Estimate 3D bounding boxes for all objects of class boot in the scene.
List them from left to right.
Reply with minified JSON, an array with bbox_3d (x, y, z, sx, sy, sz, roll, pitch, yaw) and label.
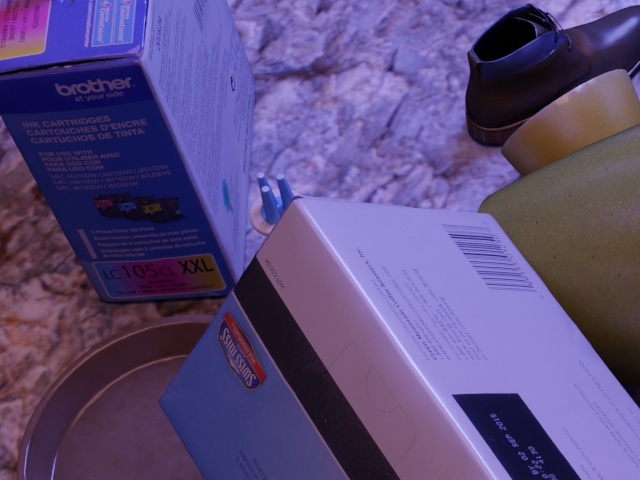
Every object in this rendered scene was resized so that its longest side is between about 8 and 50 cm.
[{"bbox_3d":[0.229,-0.180,1.823,0.219,0.106,0.082,-33,54,-12],"label":"boot"}]

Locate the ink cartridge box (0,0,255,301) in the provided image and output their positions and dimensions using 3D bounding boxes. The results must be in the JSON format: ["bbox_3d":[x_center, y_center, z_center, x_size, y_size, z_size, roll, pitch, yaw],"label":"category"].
[{"bbox_3d":[-0.176,-0.166,1.722,0.151,0.395,0.270,-5,53,9],"label":"ink cartridge box"}]

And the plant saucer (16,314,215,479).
[{"bbox_3d":[-0.123,0.187,1.673,0.278,0.041,0.278,-7,53,9],"label":"plant saucer"}]

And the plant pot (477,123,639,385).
[{"bbox_3d":[0.285,0.013,1.597,0.293,0.275,0.274,-6,52,26],"label":"plant pot"}]

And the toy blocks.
[{"bbox_3d":[0.000,0.000,1.715,0.123,0.148,0.054,15,59,23],"label":"toy blocks"}]

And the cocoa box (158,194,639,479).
[{"bbox_3d":[0.083,0.168,1.460,0.231,0.228,0.347,4,41,-44],"label":"cocoa box"}]

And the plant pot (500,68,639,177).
[{"bbox_3d":[0.244,-0.077,1.743,0.134,0.134,0.095,-30,78,-10],"label":"plant pot"}]
